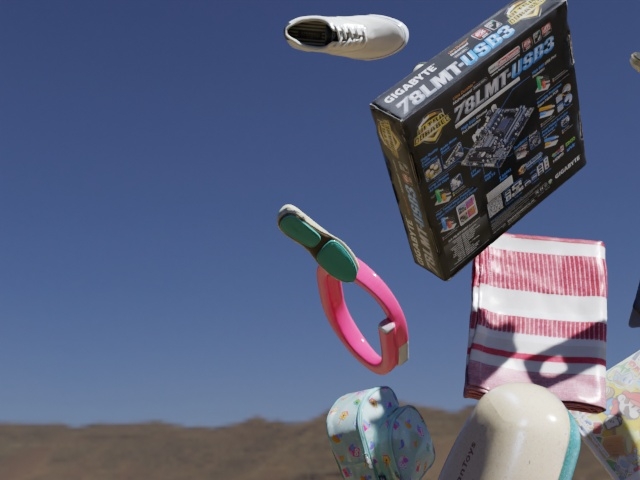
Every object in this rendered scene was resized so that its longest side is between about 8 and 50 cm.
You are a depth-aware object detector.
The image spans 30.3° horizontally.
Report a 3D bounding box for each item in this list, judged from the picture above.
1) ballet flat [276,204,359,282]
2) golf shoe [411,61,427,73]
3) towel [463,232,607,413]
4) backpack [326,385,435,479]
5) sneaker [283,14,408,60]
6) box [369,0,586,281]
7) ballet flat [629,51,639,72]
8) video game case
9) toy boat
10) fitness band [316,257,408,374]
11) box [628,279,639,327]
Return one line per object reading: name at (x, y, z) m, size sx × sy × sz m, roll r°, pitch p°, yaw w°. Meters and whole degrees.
ballet flat at (0.000, 0.000, 1.885) m, size 0.057 × 0.052 × 0.168 m, roll -41°, pitch -71°, yaw 18°
golf shoe at (0.228, -0.272, 2.658) m, size 0.105 × 0.273 × 0.120 m, roll -4°, pitch -5°, yaw 37°
towel at (0.374, 0.132, 2.037) m, size 0.237 × 0.329 × 0.037 m, roll 6°, pitch -31°, yaw 5°
backpack at (0.099, 0.344, 2.015) m, size 0.144 × 0.188 × 0.166 m, roll -25°, pitch 5°, yaw 34°
sneaker at (0.048, -0.411, 2.407) m, size 0.258 × 0.094 × 0.091 m, roll 1°, pitch 13°, yaw 12°
box at (0.222, -0.139, 1.580) m, size 0.073 × 0.295 × 0.293 m, roll 34°, pitch -25°, yaw 43°
ballet flat at (0.492, -0.201, 1.618) m, size 0.173 × 0.057 × 0.049 m, roll 33°, pitch -52°, yaw -6°
video game case at (0.569, 0.320, 2.110) m, size 0.206 × 0.227 × 0.026 m, roll -32°, pitch -41°, yaw -2°
toy boat at (0.240, 0.318, 1.326) m, size 0.148 × 0.268 × 0.318 m, roll 22°, pitch 8°, yaw -19°
fitness band at (0.076, 0.141, 2.242) m, size 0.054 × 0.209 × 0.291 m, roll -38°, pitch -32°, yaw -21°
box at (0.515, 0.033, 1.643) m, size 0.136 × 0.225 × 0.036 m, roll -3°, pitch 32°, yaw -13°
